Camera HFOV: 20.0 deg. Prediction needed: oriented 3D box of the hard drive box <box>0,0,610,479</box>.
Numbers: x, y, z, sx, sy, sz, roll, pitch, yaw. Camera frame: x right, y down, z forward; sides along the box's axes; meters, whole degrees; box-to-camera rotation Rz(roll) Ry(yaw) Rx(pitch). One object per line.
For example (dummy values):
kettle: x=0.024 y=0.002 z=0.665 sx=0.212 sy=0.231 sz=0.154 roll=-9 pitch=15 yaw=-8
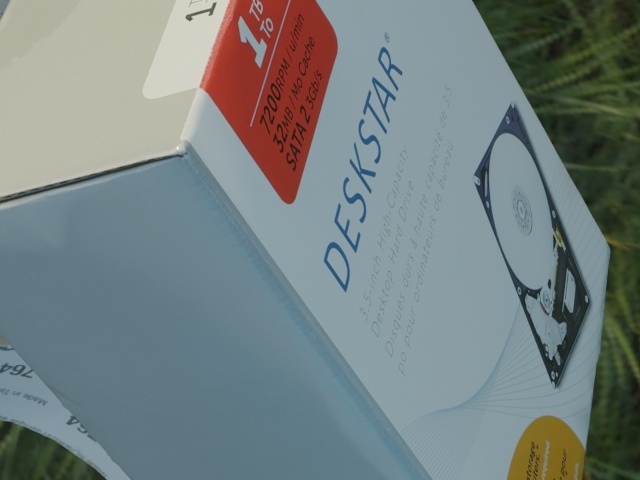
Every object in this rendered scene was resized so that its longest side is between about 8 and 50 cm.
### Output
hard drive box: x=0.000 y=0.000 z=0.559 sx=0.089 sy=0.181 sz=0.232 roll=-13 pitch=133 yaw=28

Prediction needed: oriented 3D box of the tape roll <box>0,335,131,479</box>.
tape roll: x=-0.151 y=0.167 z=0.930 sx=0.321 sy=0.321 sz=0.077 roll=30 pitch=131 yaw=-16

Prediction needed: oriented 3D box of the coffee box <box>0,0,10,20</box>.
coffee box: x=-0.167 y=-0.154 z=1.000 sx=0.098 sy=0.246 sz=0.141 roll=-45 pitch=149 yaw=16
